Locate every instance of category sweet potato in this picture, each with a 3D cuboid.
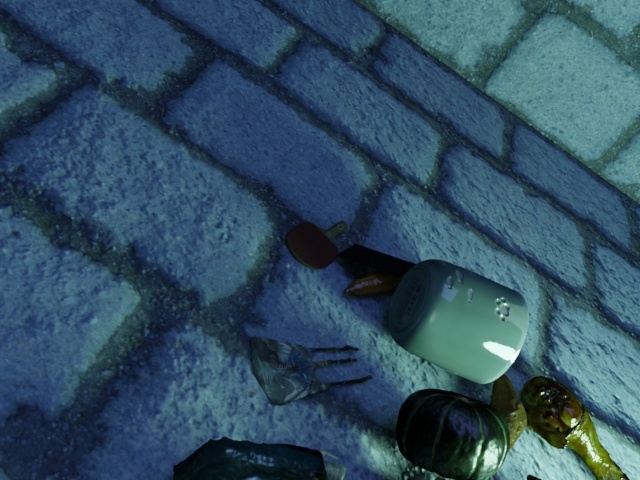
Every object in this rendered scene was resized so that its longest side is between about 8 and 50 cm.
[{"bbox_3d":[0.456,0.448,1.890,0.114,0.092,0.341,28,34,13],"label":"sweet potato"}]

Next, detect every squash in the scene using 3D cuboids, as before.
[{"bbox_3d":[0.289,0.423,1.665,0.252,0.165,0.252,15,0,0],"label":"squash"}]

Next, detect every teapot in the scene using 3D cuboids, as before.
[{"bbox_3d":[0.005,0.460,1.528,0.083,0.057,0.067,27,65,-4],"label":"teapot"}]

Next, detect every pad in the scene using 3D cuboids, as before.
[{"bbox_3d":[0.151,0.052,2.030,0.190,0.004,0.127,19,22,23],"label":"pad"}]

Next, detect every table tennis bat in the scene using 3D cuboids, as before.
[{"bbox_3d":[0.000,0.000,2.036,0.138,0.022,0.246,47,40,9],"label":"table tennis bat"}]

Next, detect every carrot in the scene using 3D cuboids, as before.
[{"bbox_3d":[0.136,0.114,1.997,0.205,0.072,0.072,-11,58,-39],"label":"carrot"}]

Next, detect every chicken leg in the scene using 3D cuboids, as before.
[{"bbox_3d":[0.660,0.505,1.962,0.211,0.140,0.361,-2,49,-52],"label":"chicken leg"}]

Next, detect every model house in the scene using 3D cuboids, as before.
[{"bbox_3d":[-0.114,0.509,1.288,0.253,0.184,0.291,21,45,-29],"label":"model house"}]

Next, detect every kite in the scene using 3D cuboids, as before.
[{"bbox_3d":[-0.016,0.297,1.717,0.310,0.015,0.169,6,47,-32],"label":"kite"}]

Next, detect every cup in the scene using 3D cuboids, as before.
[{"bbox_3d":[0.330,0.168,1.955,0.274,0.259,0.356,24,26,-19],"label":"cup"}]

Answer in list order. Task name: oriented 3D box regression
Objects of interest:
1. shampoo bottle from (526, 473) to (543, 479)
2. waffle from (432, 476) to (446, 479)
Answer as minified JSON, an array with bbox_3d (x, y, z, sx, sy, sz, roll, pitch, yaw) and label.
[{"bbox_3d":[0.478,0.636,1.737,0.068,0.067,0.236,49,37,-2],"label":"shampoo bottle"},{"bbox_3d":[0.260,0.676,1.476,0.261,0.114,0.376,-13,59,-50],"label":"waffle"}]
